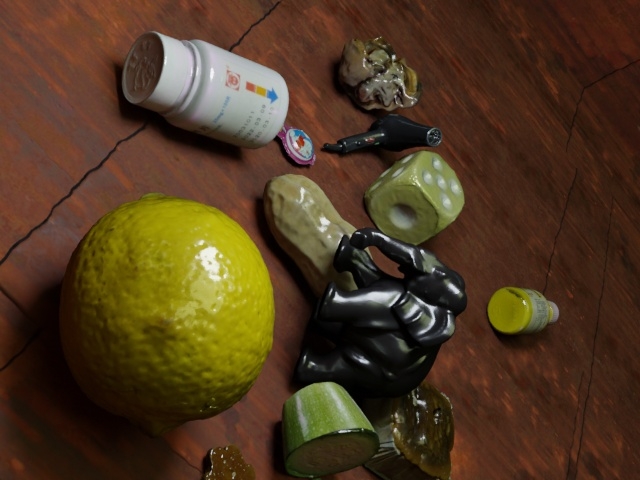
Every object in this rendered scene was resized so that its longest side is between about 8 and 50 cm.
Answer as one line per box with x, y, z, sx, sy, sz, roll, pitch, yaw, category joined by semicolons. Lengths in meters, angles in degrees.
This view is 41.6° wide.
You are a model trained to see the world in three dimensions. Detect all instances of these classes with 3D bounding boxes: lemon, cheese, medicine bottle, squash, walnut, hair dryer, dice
-0.219;0.101;1.225;0.336;0.336;0.336;28;47;-35;lemon
-0.062;-0.221;1.838;0.145;0.038;0.095;41;41;-24;cheese
-0.215;-0.285;1.601;0.293;0.170;0.170;14;56;-44;medicine bottle
0.005;0.331;1.458;0.170;0.170;0.122;18;35;-41;squash
0.134;-0.413;2.111;0.238;0.141;0.204;27;37;-32;walnut
0.126;-0.228;1.973;0.272;0.235;0.091;-19;110;-27;hair dryer
0.221;-0.098;1.971;0.169;0.166;0.169;51;39;-11;dice
0.534;0.184;2.172;0.212;0.122;0.121;7;61;-46;medicine bottle

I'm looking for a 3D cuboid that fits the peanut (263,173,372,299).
0.000;0.000;1.675;0.313;0.152;0.152;55;37;-3;peanut

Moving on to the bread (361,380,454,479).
0.176;0.366;1.656;0.192;0.110;0.209;39;42;-26;bread

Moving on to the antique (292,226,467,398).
0.116;0.147;1.553;0.255;0.322;0.185;19;18;0;antique

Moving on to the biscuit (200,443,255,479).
-0.138;0.413;1.338;0.124;0.026;0.175;7;61;-48;biscuit

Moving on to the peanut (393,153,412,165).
0.250;-0.171;2.126;0.193;0.089;0.089;6;62;-41;peanut
